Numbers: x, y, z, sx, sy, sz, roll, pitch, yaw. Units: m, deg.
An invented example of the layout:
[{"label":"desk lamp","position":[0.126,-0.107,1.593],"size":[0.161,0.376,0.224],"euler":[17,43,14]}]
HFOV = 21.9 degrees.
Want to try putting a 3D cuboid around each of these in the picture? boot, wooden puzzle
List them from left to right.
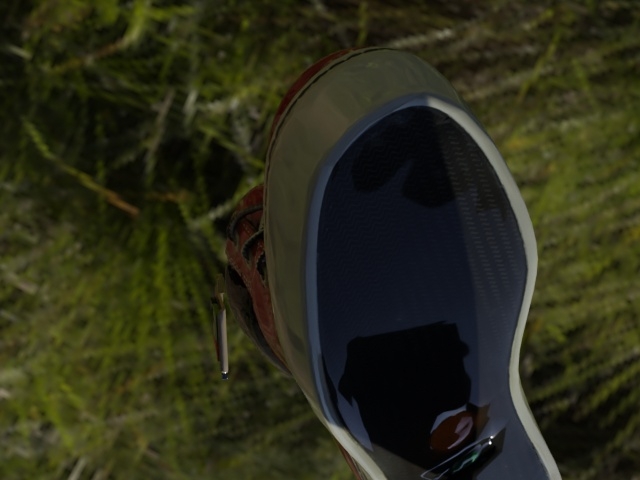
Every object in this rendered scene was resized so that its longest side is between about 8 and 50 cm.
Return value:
[{"label":"wooden puzzle","position":[-0.099,0.085,1.617],"size":[0.078,0.014,0.116],"euler":[-113,-160,-76]},{"label":"boot","position":[0.000,0.000,0.599],"size":[0.088,0.176,0.244],"euler":[-30,139,-12]}]
